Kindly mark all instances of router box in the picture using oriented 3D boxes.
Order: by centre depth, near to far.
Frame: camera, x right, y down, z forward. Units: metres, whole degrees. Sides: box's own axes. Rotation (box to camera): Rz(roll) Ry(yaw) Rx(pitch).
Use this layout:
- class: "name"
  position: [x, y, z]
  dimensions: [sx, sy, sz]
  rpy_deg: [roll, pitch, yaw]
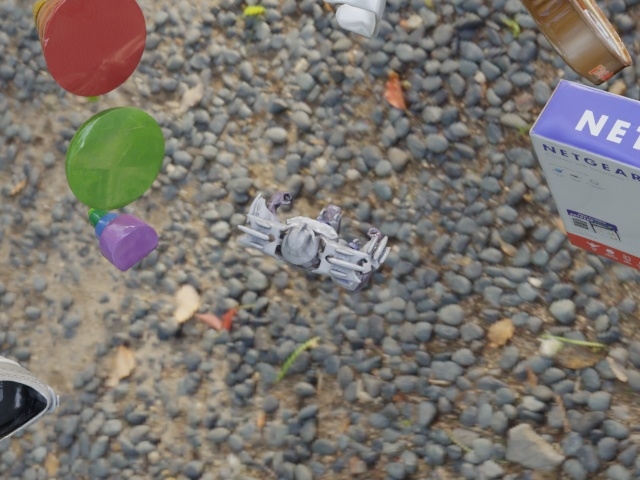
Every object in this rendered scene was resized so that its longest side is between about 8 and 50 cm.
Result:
- class: "router box"
  position: [0.439, -0.035, 1.158]
  dimensions: [0.336, 0.301, 0.082]
  rpy_deg: [24, 76, 33]

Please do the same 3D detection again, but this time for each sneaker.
- class: "sneaker"
  position: [-0.373, 0.166, 0.904]
  dimensions: [0.115, 0.281, 0.105]
  rpy_deg: [2, 104, 36]

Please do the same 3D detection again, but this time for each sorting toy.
- class: "sorting toy"
  position: [-0.270, -0.136, 1.132]
  dimensions: [0.127, 0.365, 0.126]
  rpy_deg: [-30, 46, -31]

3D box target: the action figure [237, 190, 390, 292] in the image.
- class: "action figure"
  position: [0.000, 0.000, 1.253]
  dimensions: [0.185, 0.285, 0.099]
  rpy_deg: [30, 93, 13]

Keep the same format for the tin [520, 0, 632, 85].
- class: "tin"
  position: [0.171, -0.199, 0.743]
  dimensions: [0.040, 0.106, 0.189]
  rpy_deg: [-38, 67, 29]

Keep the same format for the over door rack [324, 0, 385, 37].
- class: "over door rack"
  position: [-0.071, -0.296, 0.593]
  dimensions: [0.324, 0.108, 0.239]
  rpy_deg: [16, 86, -16]
